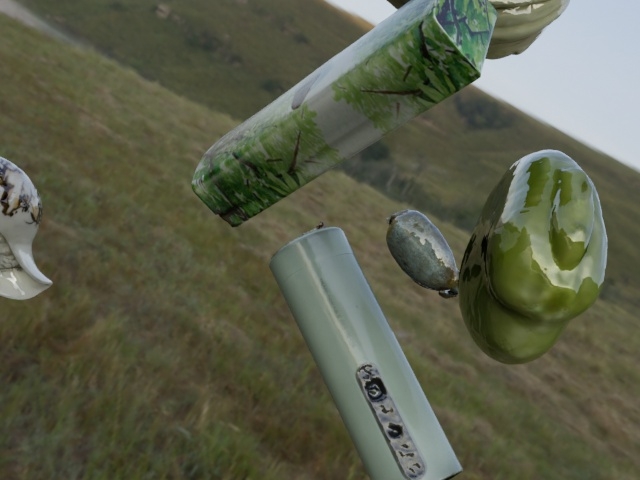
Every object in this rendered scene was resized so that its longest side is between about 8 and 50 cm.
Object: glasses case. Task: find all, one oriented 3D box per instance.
[{"bbox_3d":[0.010,-0.109,0.735,0.062,0.272,0.095,44,40,-21],"label":"glasses case"}]

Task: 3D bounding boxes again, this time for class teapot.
[{"bbox_3d":[-0.437,-0.015,1.049,0.300,0.208,0.165,8,64,-67],"label":"teapot"}]

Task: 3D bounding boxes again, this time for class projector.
[{"bbox_3d":[0.051,0.151,1.120,0.337,0.108,0.108,64,13,16],"label":"projector"}]

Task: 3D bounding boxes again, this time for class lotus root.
[{"bbox_3d":[0.158,0.023,1.386,0.165,0.088,0.088,52,5,6],"label":"lotus root"}]

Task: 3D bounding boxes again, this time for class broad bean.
[{"bbox_3d":[0.223,0.018,0.991,0.119,0.238,0.291,12,5,0],"label":"broad bean"}]

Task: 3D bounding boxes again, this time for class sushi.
[{"bbox_3d":[0.000,0.000,1.414,0.050,0.047,0.099,49,-11,-1],"label":"sushi"}]

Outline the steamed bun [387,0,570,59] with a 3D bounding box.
[{"bbox_3d":[0.157,-0.354,1.006,0.320,0.275,0.206,52,45,-5],"label":"steamed bun"}]
